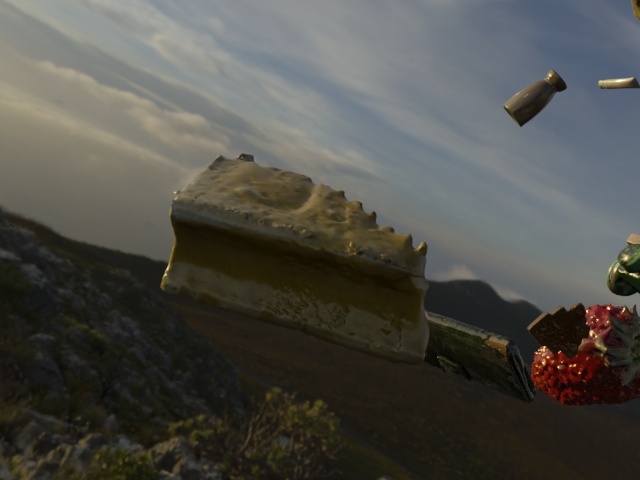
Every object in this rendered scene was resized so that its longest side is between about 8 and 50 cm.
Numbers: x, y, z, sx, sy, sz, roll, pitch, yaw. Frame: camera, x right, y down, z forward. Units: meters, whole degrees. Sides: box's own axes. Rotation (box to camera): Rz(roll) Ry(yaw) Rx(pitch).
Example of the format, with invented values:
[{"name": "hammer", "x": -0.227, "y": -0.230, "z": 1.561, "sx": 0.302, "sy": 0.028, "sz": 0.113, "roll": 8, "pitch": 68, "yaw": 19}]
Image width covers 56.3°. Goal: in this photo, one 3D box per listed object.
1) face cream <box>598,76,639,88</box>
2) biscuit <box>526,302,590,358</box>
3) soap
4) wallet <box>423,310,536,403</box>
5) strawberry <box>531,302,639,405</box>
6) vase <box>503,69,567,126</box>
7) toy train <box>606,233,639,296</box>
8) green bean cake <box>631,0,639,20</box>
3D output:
[{"name": "face cream", "x": 0.775, "y": -0.407, "z": 1.550, "sx": 0.038, "sy": 0.020, "sz": 0.115, "roll": 44, "pitch": -10, "yaw": -26}, {"name": "biscuit", "x": 0.475, "y": 0.177, "z": 1.193, "sx": 0.129, "sy": 0.120, "sz": 0.019, "roll": 5, "pitch": 12, "yaw": -7}, {"name": "soap", "x": 0.000, "y": 0.000, "z": 0.818, "sx": 0.338, "sy": 0.169, "sz": 0.304, "roll": 16, "pitch": 28, "yaw": 5}, {"name": "wallet", "x": 0.249, "y": 0.206, "z": 1.151, "sx": 0.317, "sy": 0.044, "sz": 0.169, "roll": 14, "pitch": -37, "yaw": 47}, {"name": "strawberry", "x": 0.772, "y": 0.324, "z": 1.714, "sx": 0.292, "sy": 0.292, "sz": 0.343, "roll": 23, "pitch": -23, "yaw": -27}, {"name": "vase", "x": 0.378, "y": -0.251, "z": 1.050, "sx": 0.053, "sy": 0.100, "sz": 0.053, "roll": 45, "pitch": 17, "yaw": -18}, {"name": "toy train", "x": 0.735, "y": 0.070, "z": 1.205, "sx": 0.304, "sy": 0.221, "sz": 0.150, "roll": 37, "pitch": 2, "yaw": -21}, {"name": "green bean cake", "x": 0.422, "y": -0.290, "z": 0.638, "sx": 0.109, "sy": 0.085, "sz": 0.179, "roll": 53, "pitch": -1, "yaw": -30}]
